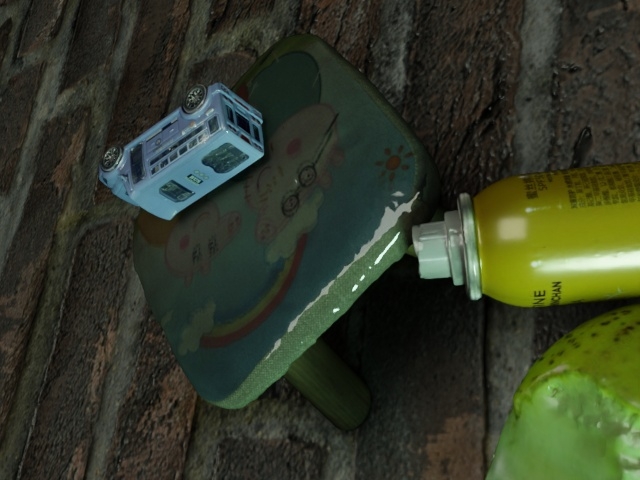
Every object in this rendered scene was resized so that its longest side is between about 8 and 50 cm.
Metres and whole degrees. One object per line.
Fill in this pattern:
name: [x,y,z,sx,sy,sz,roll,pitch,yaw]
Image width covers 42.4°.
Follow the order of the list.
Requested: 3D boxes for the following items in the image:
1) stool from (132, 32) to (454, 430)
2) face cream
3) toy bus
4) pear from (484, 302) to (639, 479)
stool: [0.000,0.000,0.843,0.310,0.226,0.310,-47,46,14]
face cream: [0.244,-0.009,0.619,0.348,0.105,0.105,-5,62,9]
toy bus: [-0.136,-0.076,0.792,0.167,0.073,0.076,-31,52,25]
pear: [0.244,0.179,0.582,0.286,0.176,0.282,12,75,42]
